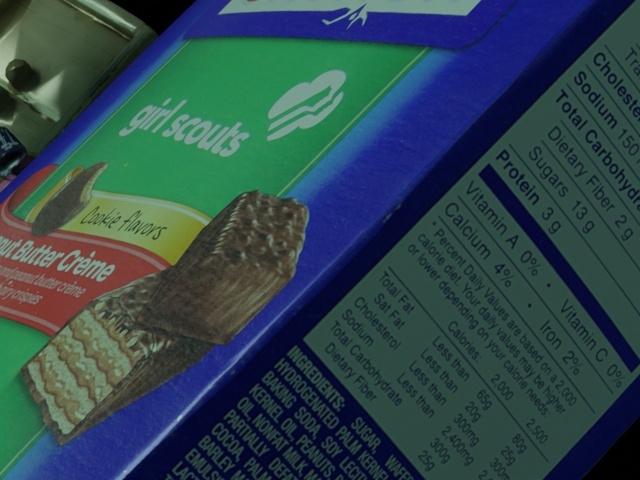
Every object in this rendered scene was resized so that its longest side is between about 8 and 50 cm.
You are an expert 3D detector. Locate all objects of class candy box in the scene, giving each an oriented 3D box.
[{"bbox_3d":[0.000,0.000,0.607,0.317,0.122,0.268,-45,25,-13],"label":"candy box"}]

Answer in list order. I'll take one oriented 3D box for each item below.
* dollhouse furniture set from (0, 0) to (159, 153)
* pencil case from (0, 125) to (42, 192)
[{"bbox_3d":[-0.264,-0.185,0.916,0.256,0.394,0.362,31,74,28],"label":"dollhouse furniture set"},{"bbox_3d":[-0.164,0.146,0.869,0.160,0.167,0.386,21,90,33],"label":"pencil case"}]
